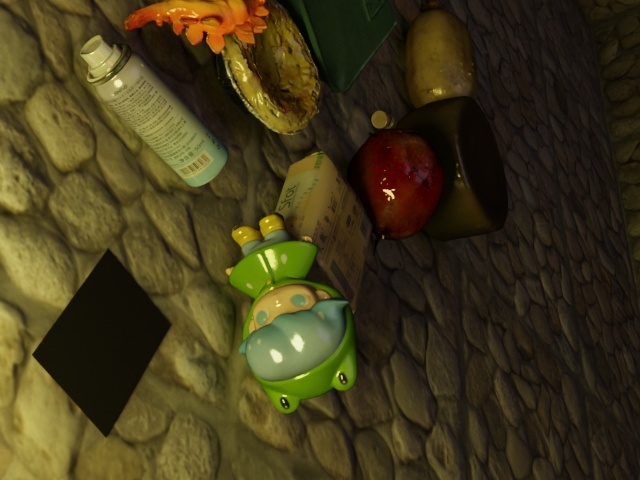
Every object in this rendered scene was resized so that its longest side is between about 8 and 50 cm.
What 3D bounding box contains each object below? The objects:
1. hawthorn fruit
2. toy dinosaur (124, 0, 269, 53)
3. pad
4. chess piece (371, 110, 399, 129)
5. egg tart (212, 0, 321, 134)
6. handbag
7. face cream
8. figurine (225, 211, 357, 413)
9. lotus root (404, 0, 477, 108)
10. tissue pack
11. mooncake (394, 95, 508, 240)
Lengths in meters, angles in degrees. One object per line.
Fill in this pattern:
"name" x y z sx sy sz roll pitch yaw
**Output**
"hawthorn fruit" 0.126 -0.074 1.654 0.181 0.181 0.235 35 56 -46
"toy dinosaur" -0.134 -0.318 1.338 0.288 0.070 0.117 -19 63 -28
"pad" -0.239 0.110 1.074 0.127 0.004 0.190 56 31 -24
"chess piece" 0.134 -0.236 1.899 0.092 0.035 0.035 -4 76 -64
"egg tart" -0.091 -0.266 1.471 0.234 0.094 0.234 37 45 -48
"handbag" 0.014 -0.432 1.589 0.238 0.089 0.326 -52 140 -28
"face cream" -0.213 -0.167 1.218 0.229 0.075 0.075 48 36 -35
"figurine" -0.042 0.090 1.271 0.143 0.162 0.263 59 10 -65
"lotus root" 0.266 -0.402 2.102 0.169 0.151 0.343 36 46 -46
"tissue pack" 0.000 0.000 1.463 0.186 0.090 0.222 54 34 -32
"mooncake" 0.259 -0.140 1.915 0.284 0.155 0.284 34 49 -49
